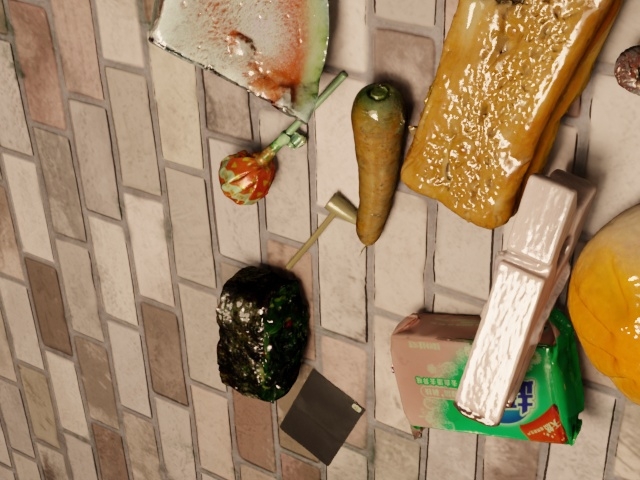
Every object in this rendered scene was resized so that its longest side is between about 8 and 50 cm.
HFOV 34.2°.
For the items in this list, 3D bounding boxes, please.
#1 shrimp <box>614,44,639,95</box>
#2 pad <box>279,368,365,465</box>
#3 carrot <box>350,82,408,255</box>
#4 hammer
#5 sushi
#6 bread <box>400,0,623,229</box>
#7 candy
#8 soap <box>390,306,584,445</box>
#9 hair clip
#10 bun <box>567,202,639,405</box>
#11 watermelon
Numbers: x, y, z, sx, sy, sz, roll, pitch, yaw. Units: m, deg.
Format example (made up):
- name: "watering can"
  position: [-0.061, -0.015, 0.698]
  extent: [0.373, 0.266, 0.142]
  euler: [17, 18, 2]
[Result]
- name: "shrimp"
  position: [0.415, -0.156, 1.153]
  extent: [0.190, 0.075, 0.073]
  euler: [31, 101, 3]
- name: "pad"
  position: [0.000, 0.312, 1.819]
  extent: [0.116, 0.004, 0.193]
  euler: [38, 135, 11]
- name: "carrot"
  position: [0.076, -0.087, 1.458]
  extent: [0.078, 0.078, 0.298]
  euler: [24, 136, 22]
- name: "hammer"
  position: [0.000, 0.000, 1.601]
  extent: [0.060, 0.028, 0.195]
  euler: [39, 138, -2]
- name: "sushi"
  position: [-0.092, 0.155, 1.698]
  extent: [0.127, 0.124, 0.225]
  euler: [19, 122, 26]
- name: "bread"
  position: [0.219, -0.197, 1.245]
  extent: [0.185, 0.109, 0.380]
  euler: [35, 133, 19]
- name: "candy"
  position: [-0.053, -0.153, 1.516]
  extent: [0.288, 0.078, 0.084]
  euler: [-43, 52, 36]
- name: "soap"
  position: [0.239, 0.198, 1.495]
  extent: [0.273, 0.098, 0.218]
  euler: [1, 116, 36]
- name: "hair clip"
  position: [0.252, 0.072, 1.314]
  extent: [0.085, 0.101, 0.330]
  euler: [26, 113, 30]
- name: "bun"
  position: [0.436, 0.101, 1.240]
  extent: [0.299, 0.165, 0.299]
  euler: [20, 130, 26]
- name: "watermelon"
  position: [-0.115, -0.303, 1.346]
  extent: [0.320, 0.214, 0.289]
  euler: [46, 135, 19]
